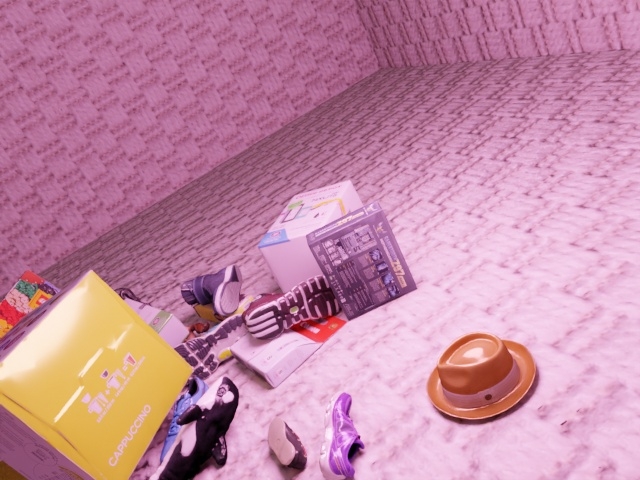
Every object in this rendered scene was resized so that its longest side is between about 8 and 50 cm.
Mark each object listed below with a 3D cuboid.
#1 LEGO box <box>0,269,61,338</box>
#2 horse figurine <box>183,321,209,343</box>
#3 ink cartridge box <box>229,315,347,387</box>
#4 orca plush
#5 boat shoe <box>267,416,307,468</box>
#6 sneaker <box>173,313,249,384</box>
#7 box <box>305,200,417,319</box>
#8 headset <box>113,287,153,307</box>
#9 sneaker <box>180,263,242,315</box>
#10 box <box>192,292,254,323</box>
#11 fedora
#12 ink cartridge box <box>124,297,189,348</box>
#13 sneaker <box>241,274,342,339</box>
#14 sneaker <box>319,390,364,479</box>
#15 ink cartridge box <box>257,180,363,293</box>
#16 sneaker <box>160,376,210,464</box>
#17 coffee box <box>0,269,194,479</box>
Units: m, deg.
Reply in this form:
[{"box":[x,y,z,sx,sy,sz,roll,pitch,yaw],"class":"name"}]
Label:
[{"box":[-0.940,0.384,1.558,0.500,0.193,0.372,-46,21,13],"class":"LEGO box"},{"box":[-0.411,0.300,1.528,0.263,0.066,0.174,-34,30,-7],"class":"horse figurine"},{"box":[-0.081,0.229,1.335,0.232,0.066,0.189,-42,28,-21],"class":"ink cartridge box"},{"box":[-0.234,0.407,1.087,0.102,0.151,0.287,24,45,21],"class":"orca plush"},{"box":[-0.064,0.377,1.038,0.049,0.042,0.133,-56,26,0],"class":"boat shoe"},{"box":[-0.282,0.278,1.429,0.275,0.107,0.110,-28,4,-12],"class":"sneaker"},{"box":[0.096,0.050,1.282,0.183,0.233,0.059,-26,27,5],"class":"box"},{"box":[-0.700,0.310,1.729,0.394,0.185,0.243,-49,22,6],"class":"headset"},{"box":[-0.307,0.155,1.522,0.163,0.086,0.226,-18,20,7],"class":"sneaker"},{"box":[-0.277,0.191,1.610,0.232,0.058,0.087,2,38,49],"class":"box"},{"box":[0.266,0.216,0.963,0.194,0.079,0.194,-24,24,11],"class":"fedora"},{"box":[-0.486,0.259,1.492,0.219,0.093,0.160,10,53,39],"class":"ink cartridge box"},{"box":[-0.070,0.144,1.385,0.281,0.106,0.162,-18,13,-22],"class":"sneaker"},{"box":[0.044,0.344,0.984,0.071,0.068,0.170,-5,38,12],"class":"sneaker"},{"box":[0.000,0.000,1.525,0.198,0.197,0.270,-13,28,29],"class":"ink cartridge box"},{"box":[-0.302,0.390,1.212,0.069,0.082,0.209,-13,29,25],"class":"sneaker"},{"box":[-0.552,0.334,1.201,0.334,0.338,0.338,-27,22,32],"class":"coffee box"}]
